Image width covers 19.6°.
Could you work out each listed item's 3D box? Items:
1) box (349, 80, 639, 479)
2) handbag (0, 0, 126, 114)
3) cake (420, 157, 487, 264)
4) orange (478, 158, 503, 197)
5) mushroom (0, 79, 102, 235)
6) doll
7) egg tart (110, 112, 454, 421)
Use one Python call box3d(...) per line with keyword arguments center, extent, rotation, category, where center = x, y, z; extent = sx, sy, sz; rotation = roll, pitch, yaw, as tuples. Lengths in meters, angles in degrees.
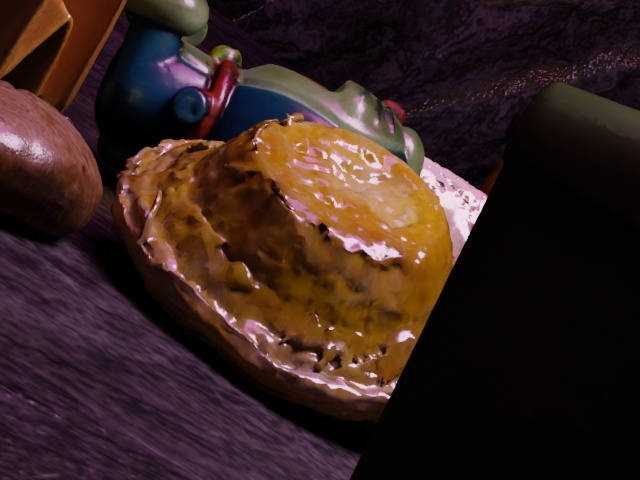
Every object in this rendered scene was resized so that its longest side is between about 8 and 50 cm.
box3d(center=(0.129, 0.088, 0.911), extent=(0.178, 0.328, 0.253), rotation=(25, 4, 13), category="box")
box3d(center=(-0.295, -0.308, 1.517), extent=(0.401, 0.283, 0.133), rotation=(42, 13, 33), category="handbag")
box3d(center=(0.073, -0.006, 1.737), extent=(0.158, 0.159, 0.262), rotation=(32, 6, 0), category="cake")
box3d(center=(0.299, 0.053, 1.803), extent=(0.322, 0.322, 0.357), rotation=(27, 20, -48), category="orange")
box3d(center=(-0.196, -0.051, 1.193), extent=(0.094, 0.072, 0.210), rotation=(51, 15, 32), category="mushroom")
box3d(center=(-0.051, -0.075, 1.530), extent=(0.322, 0.186, 0.198), rotation=(31, -2, 2), category="doll")
box3d(center=(0.000, 0.000, 1.296), extent=(0.295, 0.116, 0.295), rotation=(23, 27, -13), category="egg tart")
